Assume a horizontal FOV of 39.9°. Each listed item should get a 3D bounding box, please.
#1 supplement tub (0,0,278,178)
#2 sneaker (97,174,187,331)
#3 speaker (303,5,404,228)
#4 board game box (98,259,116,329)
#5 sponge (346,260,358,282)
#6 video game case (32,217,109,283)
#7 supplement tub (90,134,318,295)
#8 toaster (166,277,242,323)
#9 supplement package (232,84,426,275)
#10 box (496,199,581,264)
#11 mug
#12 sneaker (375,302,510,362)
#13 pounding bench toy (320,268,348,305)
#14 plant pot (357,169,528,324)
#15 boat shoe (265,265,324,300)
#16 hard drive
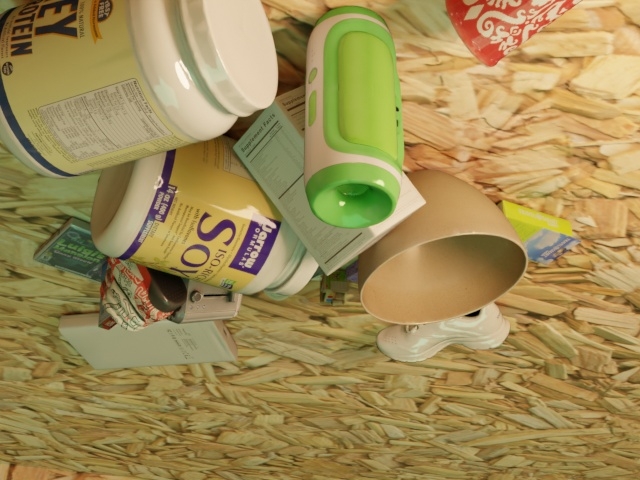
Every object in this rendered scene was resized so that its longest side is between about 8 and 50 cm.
[{"bbox_3d":[-0.242,-0.225,1.136,0.325,0.235,0.235,-13,146,20],"label":"supplement tub"},{"bbox_3d":[-0.344,0.025,1.519,0.145,0.270,0.090,-34,170,33],"label":"sneaker"},{"bbox_3d":[0.042,-0.168,1.165,0.131,0.296,0.131,0,148,0],"label":"speaker"},{"bbox_3d":[-0.322,0.042,1.623,0.027,0.145,0.281,23,136,-36],"label":"board game box"},{"bbox_3d":[0.171,0.073,1.799,0.210,0.031,0.117,18,144,-26],"label":"sponge"},{"bbox_3d":[-0.445,0.030,1.747,0.190,0.022,0.173,24,141,-32],"label":"video game case"},{"bbox_3d":[-0.173,-0.050,1.411,0.331,0.241,0.241,18,144,-26],"label":"supplement tub"},{"bbox_3d":[-0.244,0.080,1.672,0.146,0.129,0.227,3,-171,-34],"label":"toaster"},{"bbox_3d":[0.012,-0.099,1.311,0.134,0.244,0.139,-32,175,-43],"label":"supplement package"},{"bbox_3d":[0.383,-0.013,1.648,0.178,0.042,0.109,15,146,-23],"label":"box"},{"bbox_3d":[0.265,-0.321,1.129,0.169,0.150,0.113,-31,100,34],"label":"mug"},{"bbox_3d":[0.257,0.180,1.929,0.297,0.111,0.129,-15,129,17],"label":"sneaker"},{"bbox_3d":[0.027,0.110,1.811,0.052,0.083,0.065,4,147,-6],"label":"pounding bench toy"},{"bbox_3d":[0.188,-0.007,1.503,0.284,0.191,0.284,-8,147,-5],"label":"plant pot"},{"bbox_3d":[0.000,0.000,1.656,0.099,0.116,0.319,-30,169,-50],"label":"boat shoe"},{"bbox_3d":[-0.391,0.228,2.040,0.353,0.047,0.233,-5,148,8],"label":"hard drive"}]
